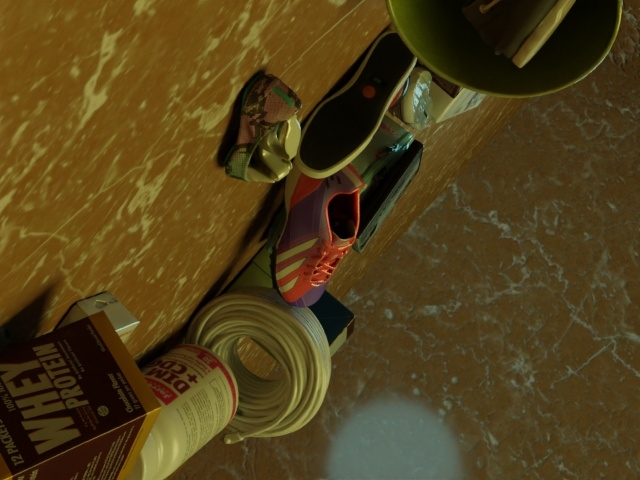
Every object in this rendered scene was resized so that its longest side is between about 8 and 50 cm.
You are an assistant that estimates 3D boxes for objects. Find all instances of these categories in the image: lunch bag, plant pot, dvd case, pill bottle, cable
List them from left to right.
[{"bbox_3d":[-0.258,0.281,2.096,0.160,0.160,0.283,-54,171,28],"label":"pill bottle"},{"bbox_3d":[-0.102,0.200,2.215,0.257,0.257,0.089,-8,-165,26],"label":"cable"},{"bbox_3d":[0.039,-0.082,2.214,0.224,0.108,0.279,-41,168,-47],"label":"lunch bag"},{"bbox_3d":[0.107,-0.067,2.194,0.180,0.022,0.253,-55,174,-4],"label":"dvd case"},{"bbox_3d":[0.247,-0.368,1.622,0.275,0.275,0.293,-58,-175,47],"label":"plant pot"}]

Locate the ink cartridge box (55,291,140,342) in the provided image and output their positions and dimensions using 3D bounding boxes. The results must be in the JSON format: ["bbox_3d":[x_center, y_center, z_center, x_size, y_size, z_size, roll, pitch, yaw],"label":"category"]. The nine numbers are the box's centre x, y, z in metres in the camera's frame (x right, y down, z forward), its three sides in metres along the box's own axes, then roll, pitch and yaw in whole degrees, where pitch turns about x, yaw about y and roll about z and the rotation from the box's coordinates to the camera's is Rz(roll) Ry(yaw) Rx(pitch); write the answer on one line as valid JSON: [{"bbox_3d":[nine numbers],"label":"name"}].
[{"bbox_3d":[-0.291,0.136,1.614,0.135,0.056,0.099,-51,171,16],"label":"ink cartridge box"}]

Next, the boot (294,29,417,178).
[{"bbox_3d":[0.053,-0.177,1.952,0.244,0.088,0.176,-52,174,-9],"label":"boot"}]

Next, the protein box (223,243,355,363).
[{"bbox_3d":[-0.056,0.133,2.359,0.136,0.200,0.201,-49,172,-9],"label":"protein box"}]

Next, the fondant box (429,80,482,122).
[{"bbox_3d":[0.280,-0.341,2.377,0.238,0.096,0.330,-52,171,20],"label":"fondant box"}]

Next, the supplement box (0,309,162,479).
[{"bbox_3d":[-0.300,0.203,1.435,0.194,0.129,0.191,-23,159,-31],"label":"supplement box"}]

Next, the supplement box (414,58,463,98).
[{"bbox_3d":[0.207,-0.313,2.073,0.081,0.104,0.188,-48,172,-17],"label":"supplement box"}]

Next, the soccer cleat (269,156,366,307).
[{"bbox_3d":[0.000,0.000,2.044,0.108,0.116,0.318,-27,142,-34],"label":"soccer cleat"}]

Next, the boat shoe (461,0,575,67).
[{"bbox_3d":[0.258,-0.321,1.360,0.335,0.095,0.112,-55,176,36],"label":"boat shoe"}]

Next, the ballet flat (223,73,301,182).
[{"bbox_3d":[-0.065,-0.116,1.598,0.077,0.079,0.221,-47,172,-26],"label":"ballet flat"}]

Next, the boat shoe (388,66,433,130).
[{"bbox_3d":[0.131,-0.227,2.155,0.226,0.076,0.083,63,49,-76],"label":"boat shoe"}]
